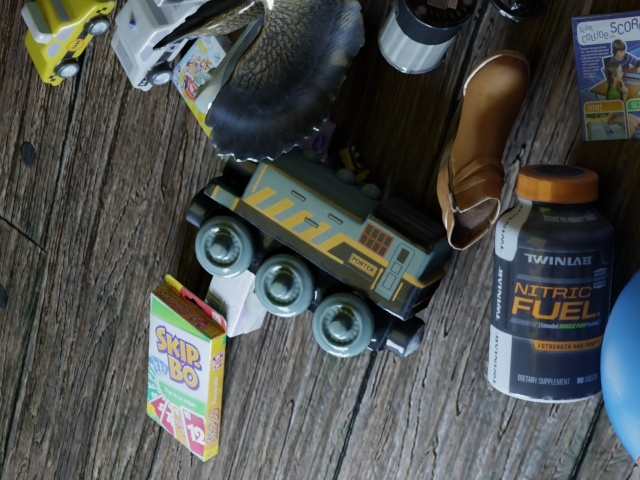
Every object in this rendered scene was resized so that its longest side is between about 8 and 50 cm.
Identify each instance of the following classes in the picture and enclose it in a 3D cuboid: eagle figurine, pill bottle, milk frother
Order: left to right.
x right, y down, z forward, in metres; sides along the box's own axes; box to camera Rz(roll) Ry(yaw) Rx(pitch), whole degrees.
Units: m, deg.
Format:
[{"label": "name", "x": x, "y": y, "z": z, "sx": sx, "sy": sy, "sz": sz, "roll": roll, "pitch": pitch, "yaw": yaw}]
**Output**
[{"label": "eagle figurine", "x": -0.053, "y": -0.272, "z": 1.833, "sx": 0.225, "sy": 0.226, "sz": 0.298, "roll": 26, "pitch": 129, "yaw": -5}, {"label": "milk frother", "x": 0.154, "y": -0.251, "z": 1.767, "sx": 0.143, "sy": 0.129, "sz": 0.135, "roll": 32, "pitch": 162, "yaw": 0}, {"label": "pill bottle", "x": 0.252, "y": 0.043, "z": 1.718, "sx": 0.130, "sy": 0.130, "sz": 0.245, "roll": 13, "pitch": 108, "yaw": 39}]

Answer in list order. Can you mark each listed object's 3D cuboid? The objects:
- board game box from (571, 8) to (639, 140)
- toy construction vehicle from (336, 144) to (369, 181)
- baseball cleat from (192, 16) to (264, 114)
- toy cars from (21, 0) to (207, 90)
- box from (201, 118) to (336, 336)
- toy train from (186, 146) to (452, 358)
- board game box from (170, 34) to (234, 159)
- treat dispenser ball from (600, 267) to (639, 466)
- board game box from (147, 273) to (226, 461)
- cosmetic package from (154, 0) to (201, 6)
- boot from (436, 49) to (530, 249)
[{"label": "board game box", "x": 0.360, "y": -0.175, "z": 1.636, "sx": 0.201, "sy": 0.035, "sz": 0.136, "roll": 1, "pitch": 101, "yaw": 41}, {"label": "toy construction vehicle", "x": 0.029, "y": -0.061, "z": 1.960, "sx": 0.086, "sy": 0.035, "sz": 0.098, "roll": -21, "pitch": 88, "yaw": 31}, {"label": "baseball cleat", "x": -0.067, "y": -0.226, "z": 1.977, "sx": 0.109, "sy": 0.072, "sz": 0.206, "roll": 39, "pitch": 106, "yaw": -5}, {"label": "toy cars", "x": -0.298, "y": -0.293, "z": 2.135, "sx": 0.394, "sy": 0.087, "sz": 0.176, "roll": 8, "pitch": 100, "yaw": 45}, {"label": "box", "x": -0.069, "y": -0.024, "z": 2.030, "sx": 0.067, "sy": 0.063, "sz": 0.324, "roll": 36, "pitch": 122, "yaw": 28}, {"label": "toy train", "x": 0.000, "y": 0.000, "z": 1.889, "sx": 0.334, "sy": 0.142, "sz": 0.190, "roll": 33, "pitch": 107, "yaw": 15}, {"label": "board game box", "x": -0.127, "y": -0.190, "z": 2.067, "sx": 0.103, "sy": 0.026, "sz": 0.154, "roll": -46, "pitch": 69, "yaw": 37}, {"label": "treat dispenser ball", "x": 0.410, "y": 0.121, "z": 1.490, "sx": 0.288, "sy": 0.288, "sz": 0.288, "roll": 11, "pitch": 107, "yaw": 39}, {"label": "board game box", "x": -0.184, "y": 0.174, "z": 2.152, "sx": 0.124, "sy": 0.039, "sz": 0.259, "roll": 35, "pitch": 135, "yaw": 30}, {"label": "cosmetic package", "x": -0.103, "y": -0.472, "z": 1.897, "sx": 0.365, "sy": 0.155, "sz": 0.197, "roll": -46, "pitch": 73, "yaw": 37}, {"label": "boot", "x": 0.184, "y": -0.097, "z": 1.734, "sx": 0.073, "sy": 0.152, "sz": 0.197, "roll": 13, "pitch": 130, "yaw": -8}]
